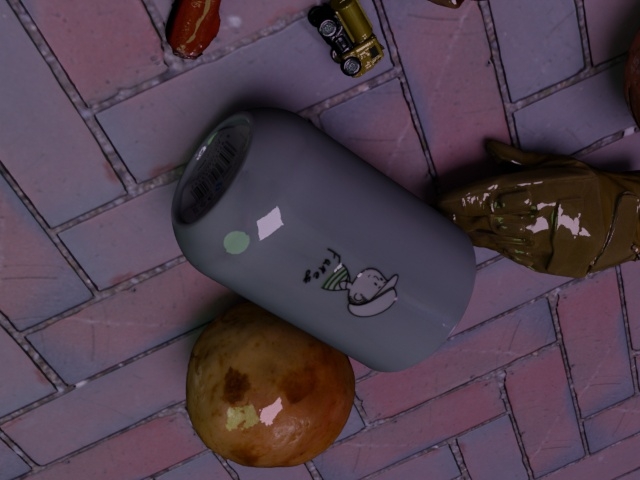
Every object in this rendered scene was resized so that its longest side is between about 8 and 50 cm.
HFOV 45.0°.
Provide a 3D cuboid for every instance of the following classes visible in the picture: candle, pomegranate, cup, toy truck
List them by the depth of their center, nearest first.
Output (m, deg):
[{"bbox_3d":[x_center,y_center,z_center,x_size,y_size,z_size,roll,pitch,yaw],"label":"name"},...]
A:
[{"bbox_3d":[-0.107,-0.255,0.753,0.053,0.048,0.162,35,124,12],"label":"candle"},{"bbox_3d":[0.031,-0.217,0.822,0.054,0.049,0.083,-33,126,5],"label":"toy truck"},{"bbox_3d":[0.000,0.000,0.866,0.312,0.205,0.205,31,110,-31],"label":"cup"},{"bbox_3d":[-0.069,0.191,0.971,0.215,0.215,0.215,-8,126,-12],"label":"pomegranate"}]

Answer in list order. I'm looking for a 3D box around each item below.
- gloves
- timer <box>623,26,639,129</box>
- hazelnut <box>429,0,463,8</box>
[{"bbox_3d":[0.301,-0.035,0.976,0.331,0.141,0.154,0,125,-17],"label":"gloves"},{"bbox_3d":[0.467,-0.185,0.870,0.230,0.215,0.229,-5,132,-5],"label":"timer"},{"bbox_3d":[0.142,-0.313,0.715,0.202,0.160,0.170,9,154,-21],"label":"hazelnut"}]
